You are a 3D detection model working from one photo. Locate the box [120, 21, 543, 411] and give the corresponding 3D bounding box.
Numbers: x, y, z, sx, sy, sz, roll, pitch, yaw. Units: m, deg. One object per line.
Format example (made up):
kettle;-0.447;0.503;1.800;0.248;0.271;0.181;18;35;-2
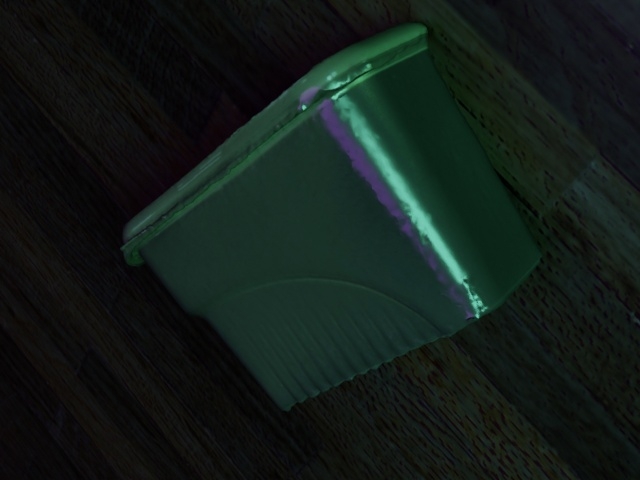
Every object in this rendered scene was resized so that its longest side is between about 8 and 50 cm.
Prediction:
box;0.000;0.000;0.644;0.274;0.138;0.178;-33;91;45
